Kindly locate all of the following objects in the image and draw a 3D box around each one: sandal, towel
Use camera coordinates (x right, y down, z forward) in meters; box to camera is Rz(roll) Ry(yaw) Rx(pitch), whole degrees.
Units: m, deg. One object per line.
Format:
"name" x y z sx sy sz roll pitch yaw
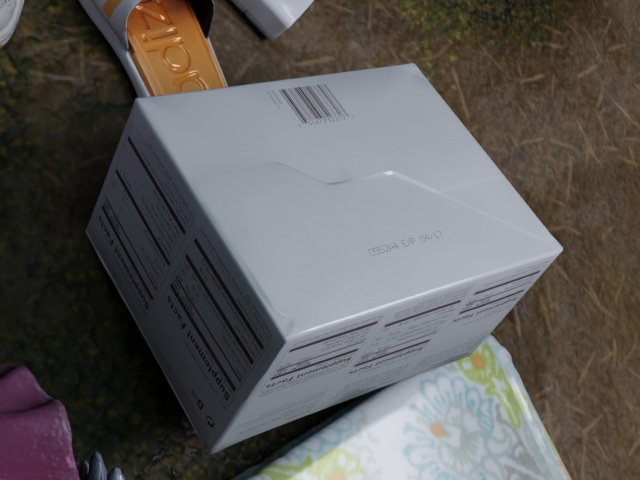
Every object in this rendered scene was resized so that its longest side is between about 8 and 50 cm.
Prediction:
"sandal" -0.117 -0.177 0.826 0.102 0.076 0.265 -30 93 -39
"towel" 0.078 0.279 0.808 0.374 0.090 0.321 -26 87 -38

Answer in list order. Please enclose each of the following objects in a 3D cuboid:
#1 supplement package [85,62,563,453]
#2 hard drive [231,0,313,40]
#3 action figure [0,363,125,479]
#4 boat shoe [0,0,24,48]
"supplement package" 0.000 0.000 0.767 0.261 0.145 0.204 -14 59 -38
"hard drive" -0.101 -0.377 0.925 0.353 0.047 0.233 46 55 -15
"action figure" -0.298 0.169 0.500 0.370 0.248 0.276 -15 91 -45
"boat shoe" -0.226 -0.274 0.749 0.098 0.096 0.277 9 75 -23
